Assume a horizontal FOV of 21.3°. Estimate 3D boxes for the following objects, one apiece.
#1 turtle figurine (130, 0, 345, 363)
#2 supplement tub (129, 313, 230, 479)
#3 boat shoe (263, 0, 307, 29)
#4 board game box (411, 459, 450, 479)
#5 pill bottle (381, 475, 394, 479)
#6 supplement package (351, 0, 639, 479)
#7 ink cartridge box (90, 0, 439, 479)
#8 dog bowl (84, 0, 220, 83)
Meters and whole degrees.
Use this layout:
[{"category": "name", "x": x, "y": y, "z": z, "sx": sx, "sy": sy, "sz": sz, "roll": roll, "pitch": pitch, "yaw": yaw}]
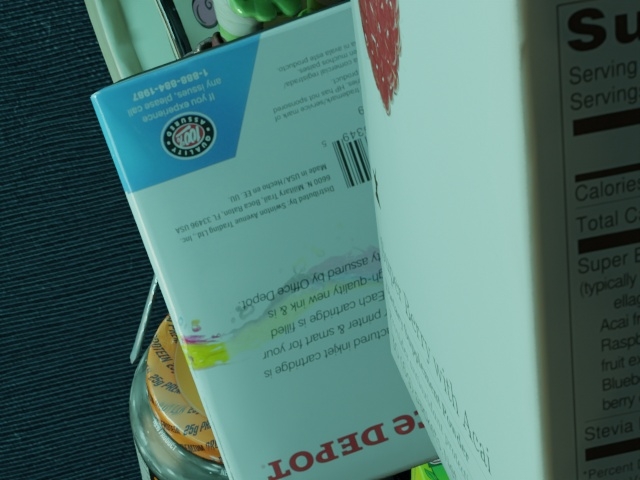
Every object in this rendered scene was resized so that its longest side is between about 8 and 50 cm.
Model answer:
[{"category": "turtle figurine", "x": -0.019, "y": -0.077, "z": 1.254, "sx": 0.266, "sy": 0.198, "sz": 0.274, "roll": 108, "pitch": 169, "yaw": -49}, {"category": "supplement tub", "x": -0.069, "y": 0.188, "z": 1.592, "sx": 0.338, "sy": 0.207, "sz": 0.207, "roll": 92, "pitch": 163, "yaw": -60}, {"category": "boat shoe", "x": -0.014, "y": -0.211, "z": 1.377, "sx": 0.098, "sy": 0.109, "sz": 0.302, "roll": -59, "pitch": -42, "yaw": -45}, {"category": "board game box", "x": 0.118, "y": 0.258, "z": 1.357, "sx": 0.092, "sy": 0.043, "sz": 0.181, "roll": 86, "pitch": 167, "yaw": -50}, {"category": "pill bottle", "x": -0.036, "y": 0.291, "z": 1.804, "sx": 0.131, "sy": 0.229, "sz": 0.131, "roll": 167, "pitch": 90, "yaw": -82}, {"category": "supplement package", "x": 0.108, "y": -0.059, "z": 0.464, "sx": 0.177, "sy": 0.175, "sz": 0.293, "roll": -114, "pitch": 14, "yaw": -58}, {"category": "ink cartridge box", "x": 0.000, "y": 0.000, "z": 1.059, "sx": 0.197, "sy": 0.198, "sz": 0.270, "roll": -119, "pitch": 10, "yaw": -82}, {"category": "dog bowl", "x": -0.102, "y": -0.187, "z": 1.605, "sx": 0.408, "sy": 0.150, "sz": 0.408, "roll": 60, "pitch": 166, "yaw": 27}]
